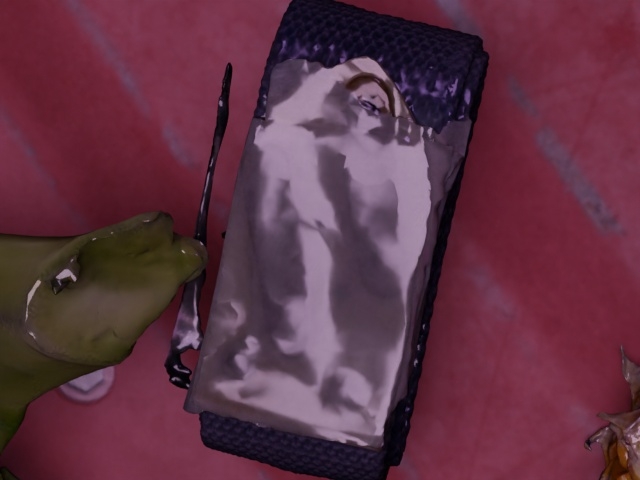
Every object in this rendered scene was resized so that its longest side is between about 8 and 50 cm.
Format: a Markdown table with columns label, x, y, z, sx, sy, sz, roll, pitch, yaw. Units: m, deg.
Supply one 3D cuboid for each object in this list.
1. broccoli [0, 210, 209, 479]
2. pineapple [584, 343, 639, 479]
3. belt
| label | x | y | z | sx | sy | sz | roll | pitch | yaw |
| --- | --- | --- | --- | --- | --- | --- | --- | --- | --- |
| broccoli | -0.232 | 0.087 | 0.910 | 0.302 | 0.186 | 0.254 | 18 | 117 | 30 |
| pineapple | 0.189 | 0.114 | 0.923 | 0.116 | 0.069 | 0.137 | 18 | 98 | 8 |
| belt | 0.000 | 0.000 | 0.905 | 0.126 | 0.139 | 0.230 | 14 | 102 | 7 |
